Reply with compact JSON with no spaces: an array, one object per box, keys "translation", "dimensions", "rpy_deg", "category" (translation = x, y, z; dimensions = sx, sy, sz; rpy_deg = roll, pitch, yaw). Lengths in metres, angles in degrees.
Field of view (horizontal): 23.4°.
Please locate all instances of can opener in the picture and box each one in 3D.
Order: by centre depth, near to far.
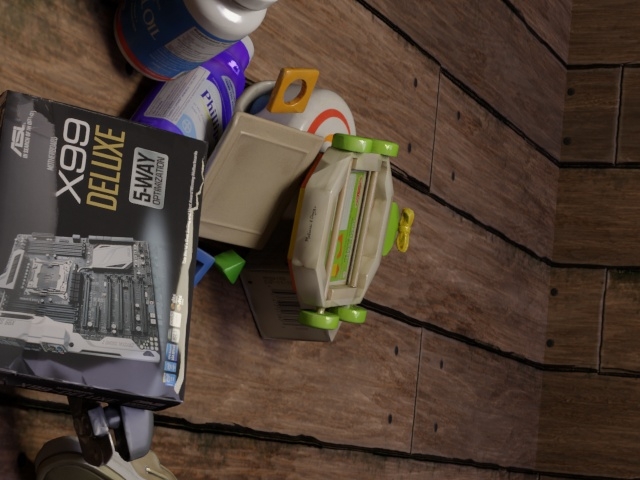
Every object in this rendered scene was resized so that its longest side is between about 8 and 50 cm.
[{"translation":[-0.262,0.114,1.735],"dimensions":[0.095,0.076,0.283],"rpy_deg":[-11,83,-34],"category":"can opener"}]

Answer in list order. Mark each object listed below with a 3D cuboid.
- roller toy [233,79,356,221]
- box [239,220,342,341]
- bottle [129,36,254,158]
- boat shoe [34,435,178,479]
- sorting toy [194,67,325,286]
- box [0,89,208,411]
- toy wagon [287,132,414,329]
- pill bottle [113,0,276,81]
[{"translation":[-0.050,-0.129,2.215],"dimensions":[0.209,0.146,0.191],"rpy_deg":[21,83,-59],"category":"roller toy"},{"translation":[0.000,0.000,2.366],"dimensions":[0.311,0.121,0.148],"rpy_deg":[-62,145,-43],"category":"box"},{"translation":[-0.167,-0.177,2.018],"dimensions":[0.283,0.092,0.118],"rpy_deg":[-62,152,-44],"category":"bottle"},{"translation":[-0.251,0.300,1.875],"dimensions":[0.302,0.113,0.103],"rpy_deg":[54,23,-50],"category":"boat shoe"},{"translation":[-0.100,-0.083,2.042],"dimensions":[0.196,0.047,0.347],"rpy_deg":[11,114,-52],"category":"sorting toy"},{"translation":[-0.257,0.014,1.675],"dimensions":[0.242,0.076,0.307],"rpy_deg":[14,70,-28],"category":"box"},{"translation":[0.049,-0.015,2.205],"dimensions":[0.344,0.068,0.267],"rpy_deg":[-2,104,-70],"category":"toy wagon"},{"translation":[-0.143,-0.288,1.879],"dimensions":[0.124,0.221,0.124],"rpy_deg":[20,59,-37],"category":"pill bottle"}]
